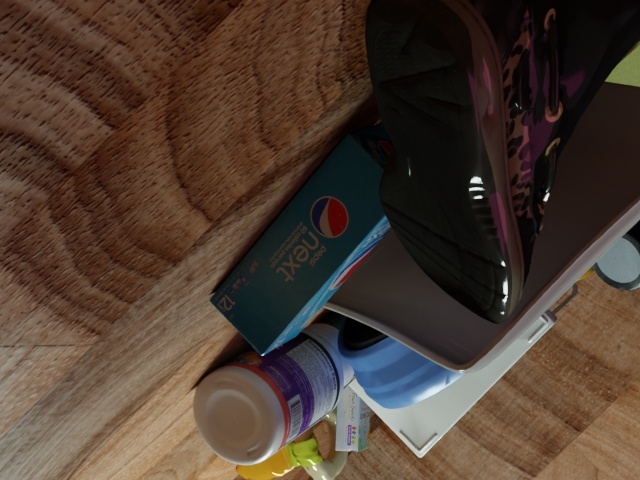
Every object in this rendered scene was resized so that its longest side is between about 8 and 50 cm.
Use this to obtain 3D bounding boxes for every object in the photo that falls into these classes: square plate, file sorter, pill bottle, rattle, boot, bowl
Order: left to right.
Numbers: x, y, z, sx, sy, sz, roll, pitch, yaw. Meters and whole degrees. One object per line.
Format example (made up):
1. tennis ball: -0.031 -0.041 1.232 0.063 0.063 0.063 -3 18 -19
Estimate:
1. pill bottle: -0.042 0.157 1.803 0.108 0.108 0.193 -51 168 33
2. rattle: -0.022 0.272 2.496 0.143 0.130 0.199 -30 -148 38
3. file sorter: 0.179 0.107 2.239 0.277 0.193 0.173 -49 171 28
4. bowl: 0.167 0.006 1.777 0.391 0.077 0.391 -45 -170 10
5. square plate: 0.170 -0.022 1.552 0.344 0.049 0.347 -42 -155 -14
6. boot: 0.176 -0.124 1.285 0.284 0.138 0.377 -43 147 -19

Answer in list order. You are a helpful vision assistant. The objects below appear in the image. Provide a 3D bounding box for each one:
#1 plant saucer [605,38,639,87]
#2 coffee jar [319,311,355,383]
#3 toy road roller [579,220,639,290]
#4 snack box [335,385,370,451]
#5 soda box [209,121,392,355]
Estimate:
1. plant saucer: 0.395 -0.197 2.045 0.188 0.045 0.188 9 140 -38
2. coffee jar: 0.062 0.098 2.055 0.184 0.079 0.096 -42 170 -14
3. toy road roller: 0.366 -0.081 2.330 0.329 0.240 0.202 -2 -156 44
4. snack box: 0.049 0.230 2.418 0.100 0.037 0.141 16 76 -77
5. soda box: 0.000 0.000 1.435 0.210 0.071 0.067 -50 168 28
